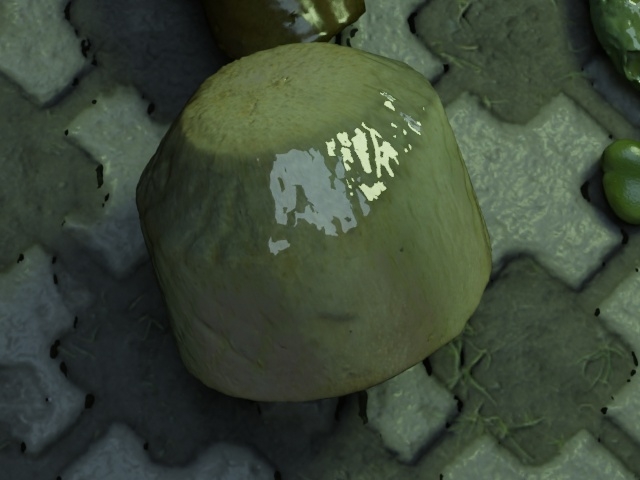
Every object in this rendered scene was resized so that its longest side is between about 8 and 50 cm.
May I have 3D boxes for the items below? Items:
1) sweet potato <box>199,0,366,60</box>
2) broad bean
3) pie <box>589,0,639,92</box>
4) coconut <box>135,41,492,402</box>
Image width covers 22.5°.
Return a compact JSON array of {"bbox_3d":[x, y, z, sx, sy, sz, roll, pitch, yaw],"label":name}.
[{"bbox_3d":[-0.090,-0.322,1.512,0.157,0.158,0.370,-27,80,-12],"label":"sweet potato"},{"bbox_3d":[0.299,-0.056,1.531,0.063,0.045,0.083,-20,85,-9],"label":"broad bean"},{"bbox_3d":[0.400,-0.246,1.568,0.306,0.071,0.306,0,83,-2],"label":"pie"},{"bbox_3d":[0.000,0.000,1.375,0.328,0.329,0.329,1,74,-5],"label":"coconut"}]
